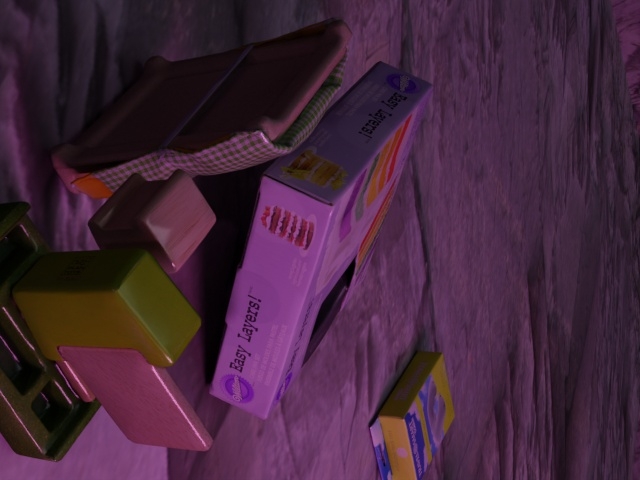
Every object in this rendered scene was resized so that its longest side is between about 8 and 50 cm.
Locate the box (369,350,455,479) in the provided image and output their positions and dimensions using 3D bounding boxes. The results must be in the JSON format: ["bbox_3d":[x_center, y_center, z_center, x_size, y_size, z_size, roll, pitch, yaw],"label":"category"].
[{"bbox_3d":[0.125,0.238,1.150,0.178,0.043,0.109,-45,128,-53],"label":"box"}]

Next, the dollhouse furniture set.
[{"bbox_3d":[-0.091,-0.007,0.602,0.301,0.198,0.151,-59,135,-43],"label":"dollhouse furniture set"}]

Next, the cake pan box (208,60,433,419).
[{"bbox_3d":[0.000,0.000,0.794,0.246,0.070,0.266,-48,161,-50],"label":"cake pan box"}]
